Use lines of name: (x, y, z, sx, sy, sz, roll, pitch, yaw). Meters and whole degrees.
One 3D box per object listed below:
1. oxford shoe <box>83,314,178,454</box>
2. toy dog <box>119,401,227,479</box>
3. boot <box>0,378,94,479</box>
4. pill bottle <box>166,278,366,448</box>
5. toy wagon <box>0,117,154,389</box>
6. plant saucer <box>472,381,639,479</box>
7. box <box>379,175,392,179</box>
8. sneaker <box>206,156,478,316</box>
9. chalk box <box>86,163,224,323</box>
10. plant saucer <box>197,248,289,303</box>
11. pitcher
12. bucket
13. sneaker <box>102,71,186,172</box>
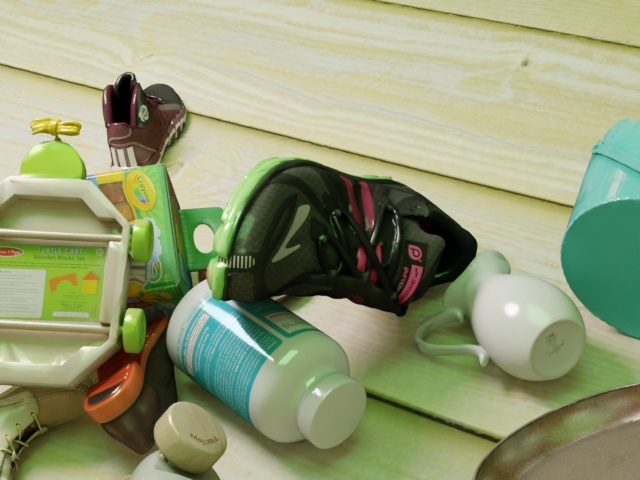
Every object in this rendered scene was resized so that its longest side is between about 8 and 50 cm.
oxford shoe: (-0.232, 0.185, 1.589, 0.097, 0.098, 0.271, -30, 16, 17)
toy dog: (-0.151, 0.335, 1.307, 0.161, 0.220, 0.333, 31, 43, -12)
boot: (-0.381, 0.255, 1.517, 0.213, 0.077, 0.165, -15, 36, -1)
pill bottle: (-0.064, 0.157, 1.529, 0.146, 0.146, 0.264, -32, 42, -28)
toy wagon: (-0.348, 0.014, 1.556, 0.267, 0.068, 0.344, 3, 74, 2)
plant saucer: (0.320, 0.240, 1.335, 0.311, 0.050, 0.310, -22, 10, 4)
box: (0.029, -0.056, 1.875, 0.169, 0.054, 0.059, -5, 37, 3)
sneaker: (0.044, -0.001, 1.563, 0.202, 0.185, 0.483, 23, 19, 34)
chalk box: (-0.270, 0.014, 1.682, 0.289, 0.179, 0.180, -11, 73, -2)
plant saucer: (-0.094, 0.049, 1.779, 0.168, 0.029, 0.168, -6, 36, 4)
pitcher: (0.228, 0.114, 1.572, 0.178, 0.125, 0.207, -40, 32, -7)
bucket: (0.452, -0.013, 1.572, 0.281, 0.281, 0.183, 12, 44, 25)
sneaker: (-0.303, -0.235, 2.085, 0.106, 0.162, 0.281, -3, 37, 7)
